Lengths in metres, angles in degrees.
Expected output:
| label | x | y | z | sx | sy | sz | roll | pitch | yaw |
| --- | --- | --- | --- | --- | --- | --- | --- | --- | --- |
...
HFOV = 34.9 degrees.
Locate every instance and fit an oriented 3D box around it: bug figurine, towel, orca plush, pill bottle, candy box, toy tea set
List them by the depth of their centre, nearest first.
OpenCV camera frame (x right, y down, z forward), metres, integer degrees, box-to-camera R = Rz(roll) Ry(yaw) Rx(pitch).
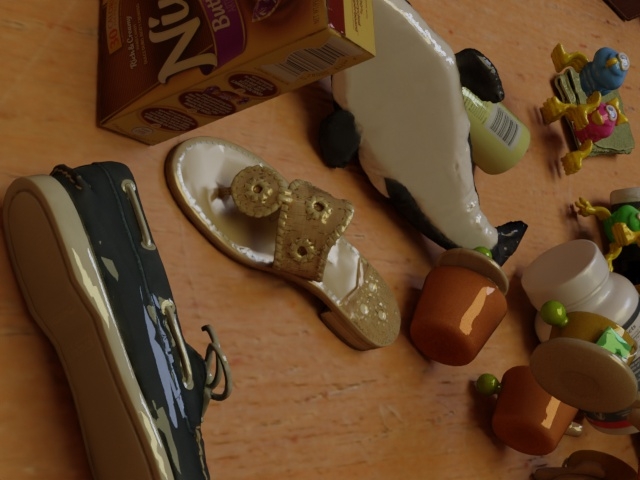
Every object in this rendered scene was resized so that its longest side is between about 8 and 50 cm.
| label | x | y | z | sx | sy | sz | roll | pitch | yaw |
| --- | --- | --- | --- | --- | --- | --- | --- | --- | --- |
| candy box | -0.058 | -0.139 | 0.633 | 0.053 | 0.186 | 0.109 | 19 | 61 | -49 |
| orca plush | 0.088 | -0.101 | 0.868 | 0.287 | 0.151 | 0.102 | 42 | 16 | -28 |
| toy tea set | 0.232 | 0.117 | 0.881 | 0.336 | 0.200 | 0.124 | 47 | 53 | -21 |
| pill bottle | 0.275 | 0.093 | 1.009 | 0.180 | 0.108 | 0.108 | 56 | 41 | -19 |
| bug figurine | 0.313 | -0.074 | 1.065 | 0.216 | 0.072 | 0.279 | 74 | -3 | -88 |
| towel | 0.335 | -0.155 | 1.240 | 0.148 | 0.027 | 0.110 | -8 | 81 | -50 |

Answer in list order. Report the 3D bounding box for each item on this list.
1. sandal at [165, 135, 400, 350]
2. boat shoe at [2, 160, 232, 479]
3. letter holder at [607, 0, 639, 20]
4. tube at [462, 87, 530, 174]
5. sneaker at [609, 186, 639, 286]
| label | x | y | z | sx | sy | sz | roll | pitch | yaw |
| --- | --- | --- | --- | --- | --- | --- | --- | --- | --- |
| sandal | 0.002 | -0.005 | 0.740 | 0.240 | 0.079 | 0.088 | 43 | 47 | -31 |
| boat shoe | -0.101 | 0.076 | 0.580 | 0.079 | 0.095 | 0.255 | -19 | 82 | -40 |
| letter holder | 0.473 | -0.442 | 1.295 | 0.214 | 0.301 | 0.152 | 24 | 59 | -43 |
| tube | 0.100 | -0.150 | 0.938 | 0.240 | 0.070 | 0.062 | 37 | 89 | -32 |
| sneaker | 0.416 | 0.005 | 1.248 | 0.216 | 0.079 | 0.121 | 5 | 82 | -48 |
